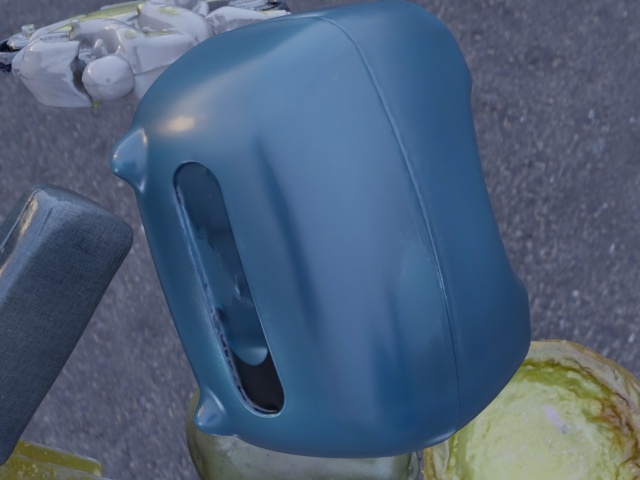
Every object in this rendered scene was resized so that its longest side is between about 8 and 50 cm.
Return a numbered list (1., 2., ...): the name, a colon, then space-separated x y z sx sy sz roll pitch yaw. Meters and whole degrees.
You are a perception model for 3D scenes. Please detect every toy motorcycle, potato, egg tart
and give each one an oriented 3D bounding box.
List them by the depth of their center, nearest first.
1. potato: -0.020 0.203 1.246 0.235 0.178 0.160 9 50 8
2. toy motorcycle: -0.193 -0.209 1.387 0.341 0.107 0.223 -10 24 -3
3. egg tart: 0.256 0.251 1.484 0.294 0.123 0.294 1 78 -7

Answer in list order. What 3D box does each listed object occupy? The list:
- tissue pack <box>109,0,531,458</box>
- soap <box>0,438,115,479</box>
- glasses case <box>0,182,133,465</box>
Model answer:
1. tissue pack: 0.000 0.000 0.826 0.198 0.287 0.206 0 22 47
2. soap: -0.438 0.395 1.635 0.156 0.335 0.293 15 81 46
3. glasses case: -0.331 0.094 1.387 0.074 0.131 0.323 35 96 49
